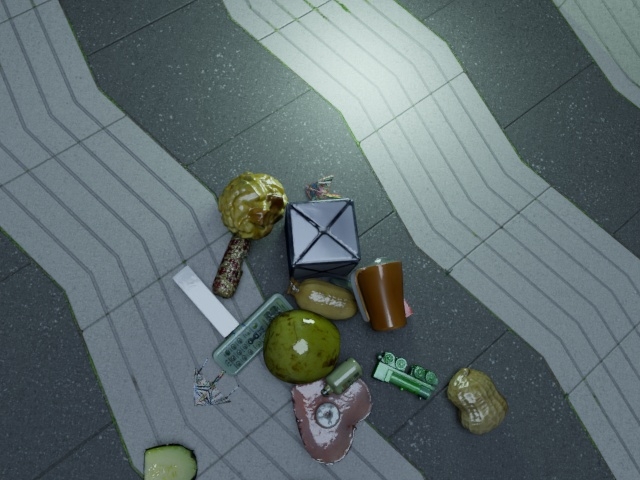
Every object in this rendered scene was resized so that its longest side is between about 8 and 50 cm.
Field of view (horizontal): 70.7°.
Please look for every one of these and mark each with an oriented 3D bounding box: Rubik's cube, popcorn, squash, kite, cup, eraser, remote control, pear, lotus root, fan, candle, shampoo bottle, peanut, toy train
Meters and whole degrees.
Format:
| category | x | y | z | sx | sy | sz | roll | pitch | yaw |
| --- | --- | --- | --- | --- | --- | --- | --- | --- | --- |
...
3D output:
| category | x | y | z | sx | sy | sz | roll | pitch | yaw |
| --- | --- | --- | --- | --- | --- | --- | --- | --- | --- |
| Rubik's cube | 0.000 | 0.000 | 1.712 | 0.254 | 0.260 | 0.260 | -5 | 78 | -7 |
| popcorn | -0.264 | -0.150 | 1.709 | 0.264 | 0.225 | 0.332 | -28 | 36 | -17 |
| squash | -0.522 | 0.790 | 1.543 | 0.183 | 0.085 | 0.192 | 7 | 75 | -35 |
| kite | 0.008 | -0.201 | 1.895 | 0.158 | 0.010 | 0.190 | 19 | 75 | -3 |
| cup | 0.215 | 0.198 | 1.670 | 0.226 | 0.182 | 0.264 | -6 | 82 | -37 |
| eraser | -0.426 | 0.232 | 1.693 | 0.076 | 0.078 | 0.298 | -41 | 82 | -15 |
| remote control | -0.246 | 0.344 | 1.682 | 0.335 | 0.065 | 0.128 | -44 | 112 | -15 |
| pear | -0.066 | 0.374 | 1.588 | 0.283 | 0.283 | 0.284 | 2 | 75 | -6 |
| lotus root | 0.015 | 0.227 | 1.710 | 0.302 | 0.146 | 0.131 | 16 | 104 | -4 |
| fan | 0.101 | 0.175 | 1.729 | 0.113 | 0.175 | 0.005 | 11 | 103 | -24 |
| candle | 0.016 | 0.616 | 1.619 | 0.286 | 0.131 | 0.317 | 26 | 64 | 8 |
| shampoo bottle | 0.068 | 0.485 | 1.574 | 0.162 | 0.079 | 0.079 | -35 | 81 | -18 |
| peanut | 0.584 | 0.596 | 1.694 | 0.196 | 0.110 | 0.233 | -27 | 81 | -13 |
| kite | -0.404 | 0.538 | 1.647 | 0.182 | 0.010 | 0.160 | 40 | 74 | 5 |
| toy train | 0.318 | 0.511 | 1.704 | 0.251 | 0.085 | 0.119 | 25 | 79 | 3 |

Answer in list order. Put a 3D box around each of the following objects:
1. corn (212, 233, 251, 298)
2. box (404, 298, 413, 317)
| category | x | y | z | sx | sy | sz | roll | pitch | yaw |
| --- | --- | --- | --- | --- | --- | --- | --- | --- | --- |
| corn | -0.332 | 0.082 | 1.737 | 0.098 | 0.098 | 0.290 | 19 | 70 | -1 |
| box | 0.272 | 0.242 | 1.784 | 0.112 | 0.048 | 0.175 | -28 | 80 | -10 |
